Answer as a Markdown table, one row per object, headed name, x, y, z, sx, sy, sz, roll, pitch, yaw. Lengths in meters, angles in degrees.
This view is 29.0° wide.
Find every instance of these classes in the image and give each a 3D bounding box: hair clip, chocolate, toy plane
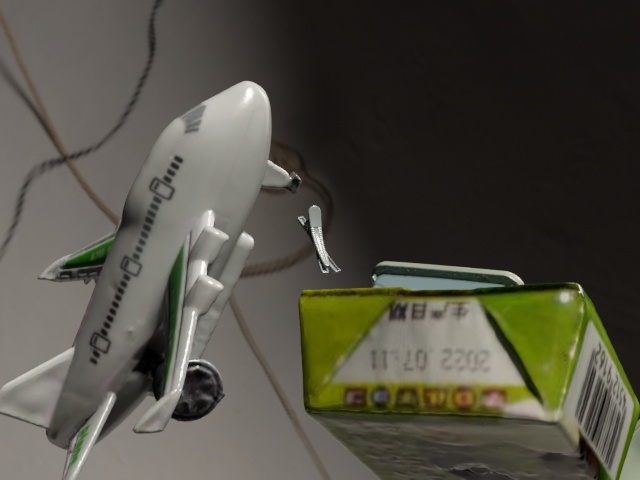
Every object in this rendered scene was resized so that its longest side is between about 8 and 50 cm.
| name | x | y | z | sx | sy | sz | roll | pitch | yaw |
| --- | --- | --- | --- | --- | --- | --- | --- | --- | --- |
| hair clip | -0.001 | 0.000 | 1.831 | 0.030 | 0.039 | 0.115 | -11 | 58 | -18 |
| chocolate | 0.152 | 0.163 | 1.252 | 0.289 | 0.301 | 0.137 | -1 | 60 | 25 |
| toy plane | -0.093 | 0.024 | 0.735 | 0.255 | 0.101 | 0.251 | -57 | 29 | 1 |

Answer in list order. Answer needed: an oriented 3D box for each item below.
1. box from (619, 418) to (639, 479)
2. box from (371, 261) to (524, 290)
| name | x | y | z | sx | sy | sz | roll | pitch | yaw |
| --- | --- | --- | --- | --- | --- | --- | --- | --- | --- |
| box | 0.460 | 0.299 | 1.502 | 0.225 | 0.225 | 0.117 | -44 | 104 | -9 |
| box | 0.159 | 0.121 | 1.588 | 0.227 | 0.162 | 0.130 | 4 | 36 | 32 |
